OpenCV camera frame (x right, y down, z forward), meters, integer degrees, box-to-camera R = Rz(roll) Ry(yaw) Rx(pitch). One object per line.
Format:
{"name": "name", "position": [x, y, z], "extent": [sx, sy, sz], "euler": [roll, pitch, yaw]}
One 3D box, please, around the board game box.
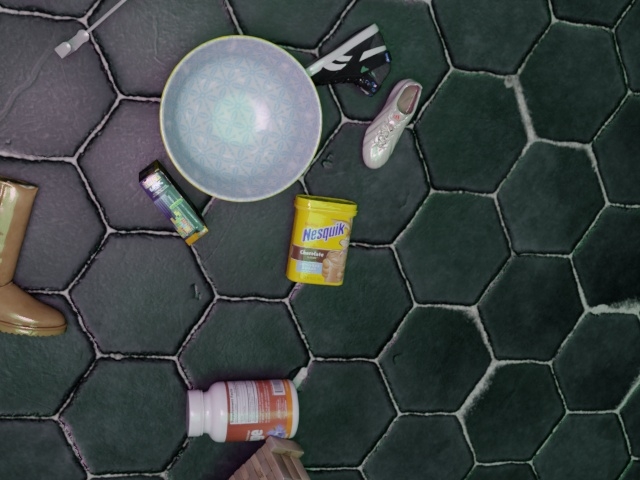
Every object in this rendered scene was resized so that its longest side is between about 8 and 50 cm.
{"name": "board game box", "position": [-0.272, -0.073, 1.332], "extent": [0.048, 0.170, 0.141], "euler": [-39, 107, -3]}

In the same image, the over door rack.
{"name": "over door rack", "position": [-0.395, -0.514, 1.254], "extent": [0.324, 0.108, 0.239], "euler": [-36, 107, 8]}

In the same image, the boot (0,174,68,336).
{"name": "boot", "position": [-0.556, 0.028, 1.319], "extent": [0.236, 0.089, 0.269], "euler": [13, 96, -18]}

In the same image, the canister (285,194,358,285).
{"name": "canister", "position": [0.000, 0.000, 1.472], "extent": [0.126, 0.073, 0.169], "euler": [6, 101, -16]}

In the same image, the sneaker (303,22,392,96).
{"name": "sneaker", "position": [0.049, -0.317, 1.417], "extent": [0.217, 0.079, 0.121], "euler": [-35, 106, -8]}

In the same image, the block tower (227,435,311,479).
{"name": "block tower", "position": [-0.163, 0.545, 1.470], "extent": [0.335, 0.097, 0.091], "euler": [-48, 136, 12]}

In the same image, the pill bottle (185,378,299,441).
{"name": "pill bottle", "position": [-0.160, 0.345, 1.472], "extent": [0.216, 0.121, 0.121], "euler": [1, 101, -15]}

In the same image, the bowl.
{"name": "bowl", "position": [-0.154, -0.224, 1.340], "extent": [0.290, 0.156, 0.289], "euler": [-3, 102, -14]}

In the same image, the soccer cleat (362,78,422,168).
{"name": "soccer cleat", "position": [0.142, -0.235, 1.460], "extent": [0.068, 0.076, 0.196], "euler": [24, 94, -18]}
